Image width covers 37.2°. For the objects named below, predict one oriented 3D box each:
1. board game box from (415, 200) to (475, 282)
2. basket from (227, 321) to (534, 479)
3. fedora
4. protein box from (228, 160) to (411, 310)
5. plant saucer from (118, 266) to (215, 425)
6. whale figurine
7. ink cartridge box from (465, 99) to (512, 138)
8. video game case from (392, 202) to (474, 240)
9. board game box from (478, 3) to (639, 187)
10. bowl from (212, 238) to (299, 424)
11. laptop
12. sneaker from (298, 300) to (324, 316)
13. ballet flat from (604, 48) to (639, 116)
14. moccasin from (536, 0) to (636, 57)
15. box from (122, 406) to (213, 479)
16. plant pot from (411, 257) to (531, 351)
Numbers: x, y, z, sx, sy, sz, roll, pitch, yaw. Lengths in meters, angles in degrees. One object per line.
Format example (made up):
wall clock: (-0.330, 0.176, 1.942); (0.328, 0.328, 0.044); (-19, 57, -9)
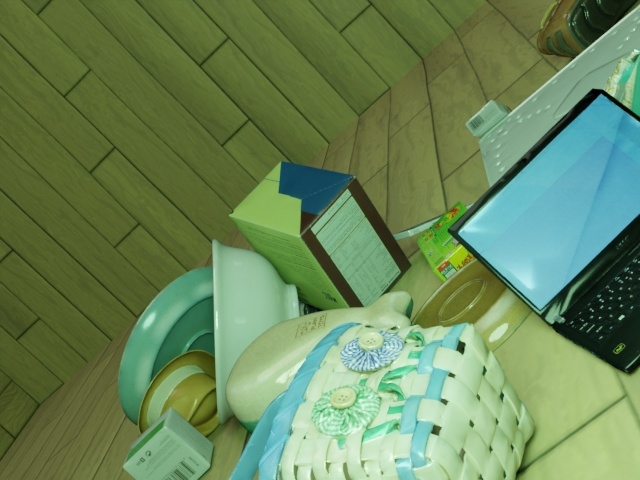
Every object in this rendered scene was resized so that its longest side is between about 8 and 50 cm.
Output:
board game box: (0.195, 0.005, 1.366); (0.092, 0.043, 0.181); (-42, 12, 7)
basket: (0.028, 0.195, 0.857); (0.289, 0.201, 0.254); (-25, 21, 33)
fedora: (-0.222, 0.286, 1.637); (0.079, 0.194, 0.194); (20, 58, 37)
protein box: (0.000, 0.000, 1.525); (0.136, 0.201, 0.200); (-47, 35, -20)
plant saucer: (-0.228, 0.201, 1.702); (0.044, 0.317, 0.317); (23, 59, 31)
whale figurine: (0.013, 0.168, 1.226); (0.272, 0.141, 0.216); (-28, 16, 15)
ink cartridge box: (0.300, -0.203, 1.633); (0.063, 0.029, 0.115); (-43, -23, 24)
video game case: (0.176, -0.028, 1.504); (0.122, 0.011, 0.087); (-23, 1, -19)
board game box: (0.406, -0.207, 1.375); (0.390, 0.050, 0.390); (-40, 11, 17)
bowl: (-0.104, 0.142, 1.526); (0.134, 0.297, 0.298); (-3, 9, -7)
laptop: (0.284, -0.027, 0.928); (0.234, 0.136, 0.264); (-45, 11, 0)
sneaker: (0.006, 0.072, 1.699); (0.081, 0.080, 0.211); (-27, 19, 48)
ballet flat: (0.353, -0.118, 1.121); (0.241, 0.091, 0.077); (-61, 5, -22)
moccasin: (0.533, -0.484, 1.758); (0.380, 0.139, 0.147); (-56, 22, -12)
box: (-0.242, 0.346, 1.527); (0.101, 0.102, 0.087); (-44, 9, 7)
plant pot: (0.181, 0.082, 1.168); (0.236, 0.032, 0.236); (-41, 11, 10)
